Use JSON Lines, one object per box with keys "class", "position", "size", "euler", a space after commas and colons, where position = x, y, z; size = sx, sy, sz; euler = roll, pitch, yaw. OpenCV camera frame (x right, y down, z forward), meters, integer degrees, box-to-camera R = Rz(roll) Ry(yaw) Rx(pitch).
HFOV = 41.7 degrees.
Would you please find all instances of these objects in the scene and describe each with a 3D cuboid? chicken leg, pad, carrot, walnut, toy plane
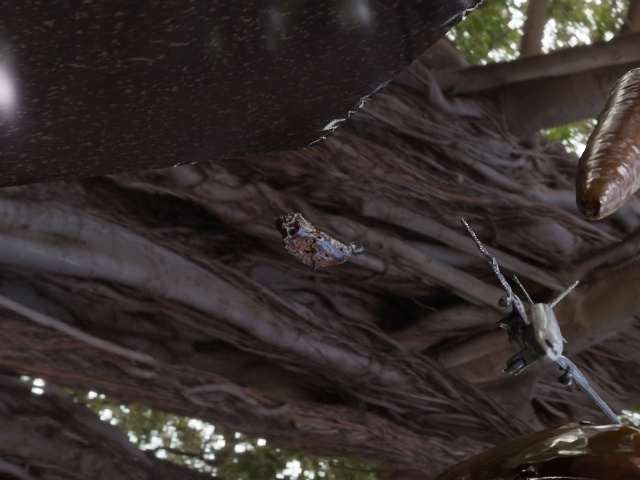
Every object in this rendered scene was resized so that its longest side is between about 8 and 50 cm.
{"class": "chicken leg", "position": [0.001, 0.004, 1.010], "size": [0.037, 0.145, 0.062], "euler": [-35, -135, 32]}
{"class": "pad", "position": [-0.087, -0.077, 0.435], "size": [0.220, 0.330, 0.004], "euler": [-34, -109, 54]}
{"class": "carrot", "position": [0.222, -0.069, 0.598], "size": [0.069, 0.336, 0.069], "euler": [12, -63, 23]}
{"class": "walnut", "position": [0.112, 0.176, 0.460], "size": [0.245, 0.137, 0.137], "euler": [-44, -133, 31]}
{"class": "toy plane", "position": [0.183, 0.073, 0.698], "size": [0.058, 0.226, 0.226], "euler": [-39, -95, 23]}
